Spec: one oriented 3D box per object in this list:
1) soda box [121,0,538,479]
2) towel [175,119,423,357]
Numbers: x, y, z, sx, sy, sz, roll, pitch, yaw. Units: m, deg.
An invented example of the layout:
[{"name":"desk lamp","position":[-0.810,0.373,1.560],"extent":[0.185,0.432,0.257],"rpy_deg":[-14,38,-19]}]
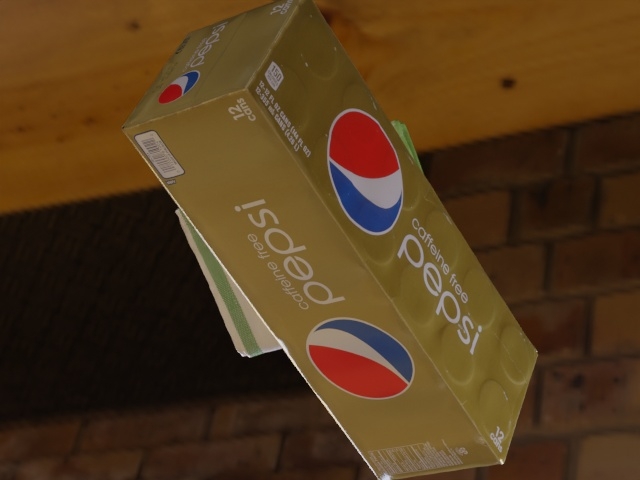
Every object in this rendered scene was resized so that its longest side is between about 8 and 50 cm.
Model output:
[{"name":"soda box","position":[0.009,0.004,0.577],"extent":[0.058,0.061,0.181],"rpy_deg":[-14,123,34]},{"name":"towel","position":[0.000,0.000,0.968],"extent":[0.152,0.023,0.113],"rpy_deg":[-20,104,14]}]
